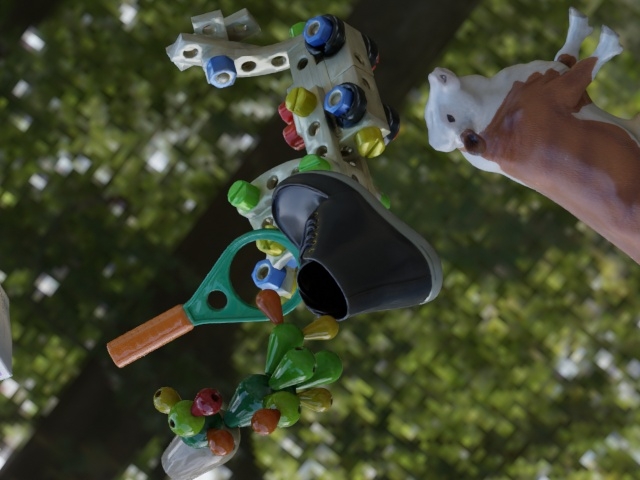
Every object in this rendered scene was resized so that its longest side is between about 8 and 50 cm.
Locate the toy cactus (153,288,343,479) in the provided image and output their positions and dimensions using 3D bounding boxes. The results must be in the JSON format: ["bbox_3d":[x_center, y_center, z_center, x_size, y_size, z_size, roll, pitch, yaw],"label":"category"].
[{"bbox_3d":[-0.075,0.136,1.647,0.112,0.180,0.219,50,-147,4],"label":"toy cactus"}]

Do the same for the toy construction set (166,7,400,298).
[{"bbox_3d":[-0.032,-0.121,2.117,0.151,0.215,0.327,12,-133,-53],"label":"toy construction set"}]

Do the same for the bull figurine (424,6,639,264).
[{"bbox_3d":[0.251,-0.104,1.902,0.310,0.188,0.101,35,-174,-7],"label":"bull figurine"}]

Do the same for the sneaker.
[{"bbox_3d":[0.000,0.000,1.840,0.118,0.083,0.222,-14,-149,-37],"label":"sneaker"}]

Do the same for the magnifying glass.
[{"bbox_3d":[-0.113,0.064,2.019,0.092,0.231,0.026,61,-172,-6],"label":"magnifying glass"}]

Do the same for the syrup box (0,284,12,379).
[{"bbox_3d":[-0.343,0.026,1.668,0.237,0.096,0.093,70,-172,-49],"label":"syrup box"}]
